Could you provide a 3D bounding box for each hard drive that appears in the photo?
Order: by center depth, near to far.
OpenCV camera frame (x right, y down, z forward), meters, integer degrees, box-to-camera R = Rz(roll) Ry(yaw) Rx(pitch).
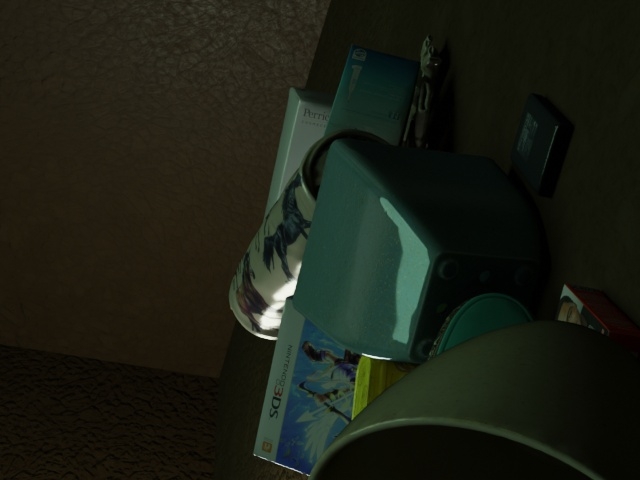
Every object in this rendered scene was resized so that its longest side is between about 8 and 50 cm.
[{"bbox_3d":[0.274,-0.121,1.561,0.135,0.022,0.094,-104,27,-67],"label":"hard drive"}]

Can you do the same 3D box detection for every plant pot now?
[{"bbox_3d":[0.140,0.039,1.574,0.252,0.247,0.247,-130,50,-59],"label":"plant pot"}]

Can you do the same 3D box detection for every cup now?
[{"bbox_3d":[0.182,0.205,1.078,0.237,0.331,0.331,-53,-13,-47],"label":"cup"}]

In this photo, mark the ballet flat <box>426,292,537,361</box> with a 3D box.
[{"bbox_3d":[0.188,0.292,1.332,0.182,0.164,0.483,81,-173,-51],"label":"ballet flat"}]

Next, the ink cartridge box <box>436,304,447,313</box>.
[{"bbox_3d":[0.120,0.098,1.915,0.201,0.117,0.278,-90,15,-45],"label":"ink cartridge box"}]

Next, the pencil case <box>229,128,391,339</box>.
[{"bbox_3d":[0.000,0.000,1.850,0.160,0.183,0.410,67,151,20],"label":"pencil case"}]

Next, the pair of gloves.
[{"bbox_3d":[0.174,-0.218,2.138,0.240,0.042,0.204,-82,2,-48],"label":"pair of gloves"}]

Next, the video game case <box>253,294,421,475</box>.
[{"bbox_3d":[0.054,0.228,1.767,0.061,0.269,0.244,-14,-63,-65],"label":"video game case"}]

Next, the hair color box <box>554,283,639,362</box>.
[{"bbox_3d":[0.279,0.101,1.265,0.141,0.043,0.072,-113,33,-73],"label":"hair color box"}]

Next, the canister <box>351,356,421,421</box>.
[{"bbox_3d":[0.131,0.218,1.596,0.073,0.170,0.126,126,152,-68],"label":"canister"}]

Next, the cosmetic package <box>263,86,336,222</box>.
[{"bbox_3d":[0.012,-0.088,2.432,0.156,0.217,0.385,-110,29,-71],"label":"cosmetic package"}]

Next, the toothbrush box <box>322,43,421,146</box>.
[{"bbox_3d":[0.063,-0.137,2.050,0.216,0.126,0.295,101,-175,-52],"label":"toothbrush box"}]
